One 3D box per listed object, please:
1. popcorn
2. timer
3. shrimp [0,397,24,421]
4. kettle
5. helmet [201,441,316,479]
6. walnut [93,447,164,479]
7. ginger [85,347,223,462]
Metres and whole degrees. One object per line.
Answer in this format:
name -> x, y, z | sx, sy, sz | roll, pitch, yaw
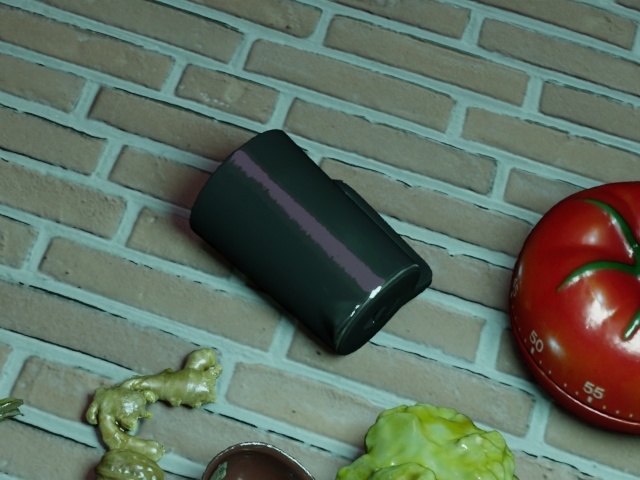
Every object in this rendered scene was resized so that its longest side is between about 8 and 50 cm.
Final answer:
popcorn -> 0.159, 0.336, 1.957 | 0.255, 0.195, 0.256 | -9, 58, -27
timer -> 0.462, 0.098, 2.113 | 0.378, 0.279, 0.378 | 3, 55, -4
shrimp -> -0.532, 0.300, 1.937 | 0.317, 0.077, 0.168 | -25, 73, -19
kettle -> -0.010, 0.011, 2.177 | 0.308, 0.262, 0.203 | 42, 94, 15
helmet -> -0.083, 0.362, 1.941 | 0.175, 0.106, 0.155 | 14, 57, -6
walnut -> -0.260, 0.323, 1.958 | 0.096, 0.082, 0.079 | 18, 82, 1
ginger -> -0.234, 0.223, 2.046 | 0.176, 0.052, 0.193 | 13, 55, -7
